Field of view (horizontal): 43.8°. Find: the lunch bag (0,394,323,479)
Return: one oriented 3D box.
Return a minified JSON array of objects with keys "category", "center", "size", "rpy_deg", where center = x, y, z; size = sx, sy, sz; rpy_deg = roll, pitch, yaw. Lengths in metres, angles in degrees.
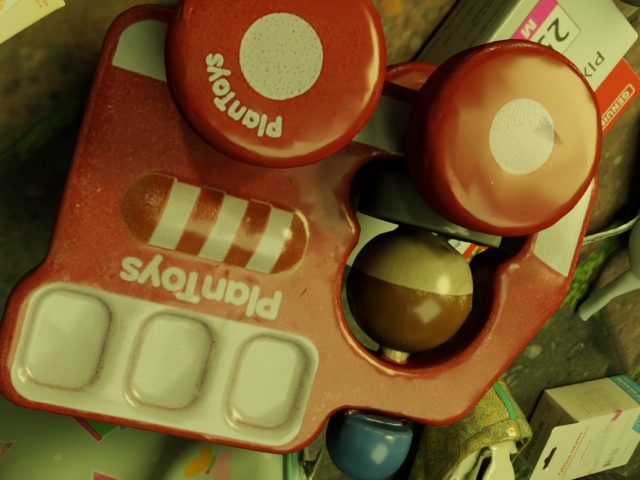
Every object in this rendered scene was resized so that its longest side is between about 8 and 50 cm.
[{"category":"lunch bag","center":[-0.133,0.174,0.490],"size":[0.279,0.224,0.108],"rpy_deg":[-7,125,0]}]

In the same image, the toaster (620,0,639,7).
[{"category":"toaster","center":[0.241,-0.257,0.506],"size":[0.186,0.110,0.168],"rpy_deg":[30,84,-45]}]

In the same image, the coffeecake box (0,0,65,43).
[{"category":"coffeecake box","center":[-0.219,-0.097,0.338],"size":[0.185,0.142,0.068],"rpy_deg":[-35,132,-6]}]

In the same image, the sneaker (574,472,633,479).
[{"category":"sneaker","center":[0.297,0.425,1.075],"size":[0.319,0.112,0.131],"rpy_deg":[-25,148,-11]}]

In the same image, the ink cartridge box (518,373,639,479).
[{"category":"ink cartridge box","center":[0.307,0.228,0.954],"size":[0.181,0.061,0.104],"rpy_deg":[-3,122,-31]}]

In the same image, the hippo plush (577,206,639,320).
[{"category":"hippo plush","center":[0.417,-0.013,0.732],"size":[0.294,0.236,0.234],"rpy_deg":[-34,133,-7]}]

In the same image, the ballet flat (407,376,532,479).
[{"category":"ballet flat","center":[0.144,0.295,0.864],"size":[0.123,0.123,0.348],"rpy_deg":[-7,125,-28]}]

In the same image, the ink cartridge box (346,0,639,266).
[{"category":"ink cartridge box","center":[0.149,-0.067,0.650],"size":[0.239,0.060,0.275],"rpy_deg":[29,103,-40]}]

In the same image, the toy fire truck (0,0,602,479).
[{"category":"toy fire truck","center":[0.000,0.000,0.449],"size":[0.302,0.169,0.254],"rpy_deg":[16,93,-18]}]
